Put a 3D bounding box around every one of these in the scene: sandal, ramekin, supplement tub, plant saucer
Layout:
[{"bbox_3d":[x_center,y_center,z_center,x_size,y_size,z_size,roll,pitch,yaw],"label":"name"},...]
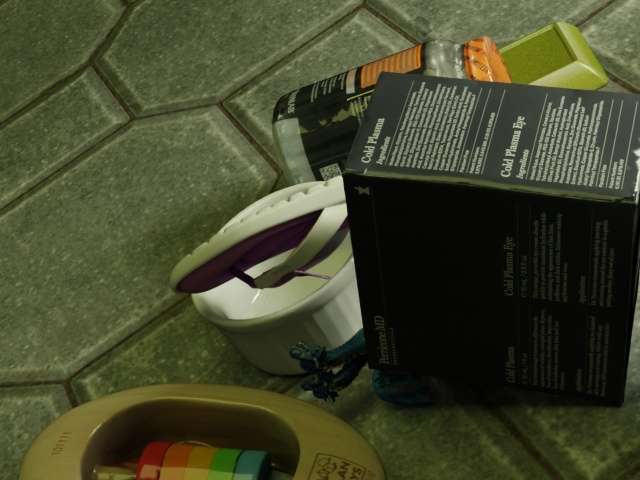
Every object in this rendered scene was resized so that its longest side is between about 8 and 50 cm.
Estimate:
[{"bbox_3d":[-0.004,-0.002,1.806,0.416,0.169,0.102,-25,76,9],"label":"sandal"},{"bbox_3d":[-0.031,0.059,1.967,0.277,0.135,0.277,-21,36,16],"label":"ramekin"},{"bbox_3d":[0.116,-0.171,2.073,0.338,0.207,0.207,-18,37,19],"label":"supplement tub"},{"bbox_3d":[0.331,-0.266,2.168,0.188,0.045,0.188,-25,36,9],"label":"plant saucer"}]

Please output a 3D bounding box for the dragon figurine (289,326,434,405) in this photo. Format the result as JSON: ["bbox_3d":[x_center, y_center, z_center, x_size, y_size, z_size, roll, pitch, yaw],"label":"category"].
[{"bbox_3d":[0.110,0.155,1.772,0.289,0.085,0.144,9,48,17],"label":"dragon figurine"}]

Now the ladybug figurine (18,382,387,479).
[{"bbox_3d":[-0.131,0.311,1.644,0.449,0.162,0.305,6,38,15],"label":"ladybug figurine"}]

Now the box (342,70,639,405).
[{"bbox_3d":[0.209,-0.001,1.605,0.312,0.343,0.179,7,47,14],"label":"box"}]
